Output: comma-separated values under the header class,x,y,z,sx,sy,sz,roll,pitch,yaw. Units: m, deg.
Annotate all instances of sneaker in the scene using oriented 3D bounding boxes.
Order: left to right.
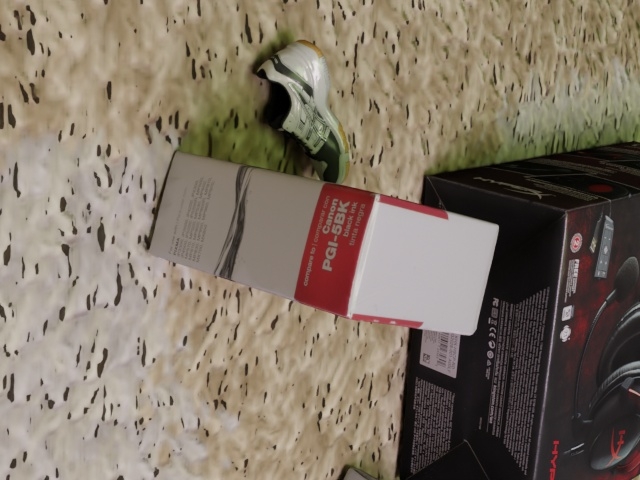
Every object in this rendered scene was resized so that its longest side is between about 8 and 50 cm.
class,x,y,z,sx,sy,sz,roll,pitch,yaw
sneaker,-0.011,-0.062,0.567,0.037,0.032,0.083,-30,120,-21

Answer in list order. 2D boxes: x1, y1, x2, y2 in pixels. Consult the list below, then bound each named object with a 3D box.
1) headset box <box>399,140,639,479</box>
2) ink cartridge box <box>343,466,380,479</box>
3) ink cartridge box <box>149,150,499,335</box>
class,x,y,z,sx,sy,sz,roll,pitch,yaw
headset box,0.197,0.051,0.765,0.293,0.110,0.218,-11,111,-44
ink cartridge box,0.052,0.311,0.743,0.275,0.060,0.239,41,75,-47
ink cartridge box,0.000,0.000,0.518,0.099,0.135,0.056,11,92,-49
